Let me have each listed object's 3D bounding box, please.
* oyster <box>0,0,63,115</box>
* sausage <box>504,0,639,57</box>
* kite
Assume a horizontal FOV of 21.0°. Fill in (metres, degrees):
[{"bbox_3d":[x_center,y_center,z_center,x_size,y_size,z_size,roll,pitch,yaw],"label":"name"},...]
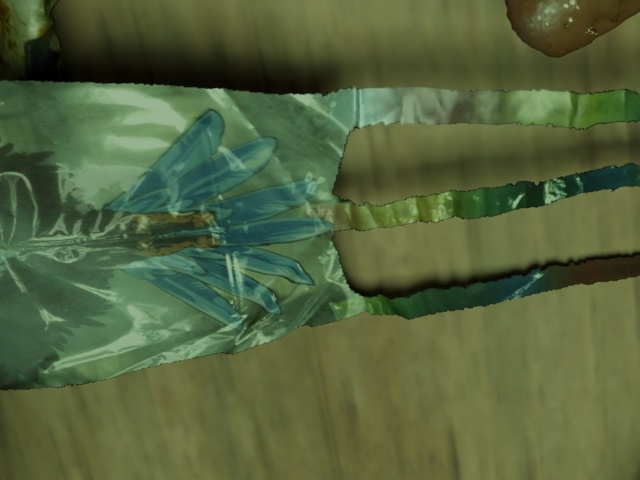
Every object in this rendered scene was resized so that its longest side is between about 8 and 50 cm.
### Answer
[{"bbox_3d":[-0.125,-0.082,0.501,0.103,0.051,0.148,-10,131,12],"label":"oyster"},{"bbox_3d":[0.115,-0.126,0.481,0.043,0.043,0.186,25,123,-18],"label":"sausage"},{"bbox_3d":[0.000,-0.002,0.576,0.310,0.015,0.169,-1,142,-3],"label":"kite"}]
